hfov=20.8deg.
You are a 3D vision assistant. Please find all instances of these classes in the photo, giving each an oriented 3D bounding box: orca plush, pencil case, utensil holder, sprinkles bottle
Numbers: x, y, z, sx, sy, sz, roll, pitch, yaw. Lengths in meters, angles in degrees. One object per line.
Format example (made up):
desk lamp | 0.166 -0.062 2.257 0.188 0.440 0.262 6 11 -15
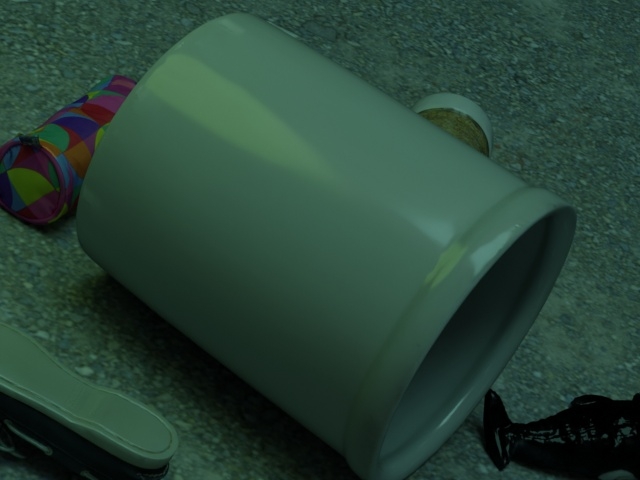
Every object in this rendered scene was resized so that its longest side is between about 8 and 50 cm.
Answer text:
orca plush | 0.310 0.185 1.869 0.287 0.102 0.151 14 33 -19
pencil case | -0.265 -0.102 1.887 0.104 0.104 0.236 32 30 9
utensil holder | 0.000 0.000 1.713 0.385 0.328 0.327 35 32 18
sprinkles bottle | 0.129 -0.051 2.073 0.121 0.121 0.355 25 31 -2

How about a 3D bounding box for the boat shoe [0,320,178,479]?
boat shoe | -0.248 0.146 1.544 0.254 0.079 0.095 28 29 -2
